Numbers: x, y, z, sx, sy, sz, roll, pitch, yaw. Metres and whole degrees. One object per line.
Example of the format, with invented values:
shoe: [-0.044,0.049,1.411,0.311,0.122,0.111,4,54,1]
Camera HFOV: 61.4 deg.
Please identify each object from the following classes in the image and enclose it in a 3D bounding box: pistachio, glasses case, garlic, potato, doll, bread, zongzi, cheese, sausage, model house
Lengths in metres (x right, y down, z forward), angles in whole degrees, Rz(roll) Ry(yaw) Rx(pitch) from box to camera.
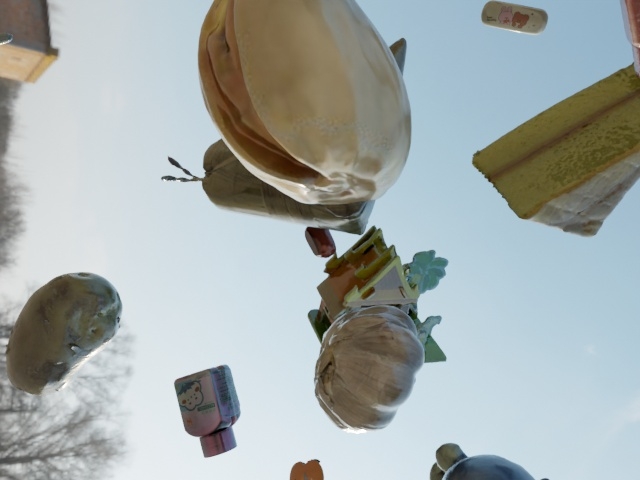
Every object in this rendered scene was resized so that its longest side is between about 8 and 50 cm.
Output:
pistachio: [-0.013,-0.178,0.635,0.230,0.230,0.309,-23,-81,53]
glasses case: [0.250,-0.288,0.695,0.021,0.083,0.032,-58,161,-58]
garlic: [0.070,0.212,0.907,0.228,0.152,0.228,-60,-171,15]
potato: [-0.484,0.169,1.003,0.262,0.165,0.165,-46,-137,5]
doll: [0.216,0.351,0.647,0.154,0.258,0.228,-35,-112,13]
bread: [0.535,-0.218,1.092,0.362,0.244,0.233,-58,-146,28]
zongzi: [-0.070,-0.268,1.270,0.499,0.218,0.467,9,-108,20]
cheese: [-0.008,0.204,0.353,0.047,0.017,0.111,-27,-123,41]
sausage: [0.000,0.000,1.280,0.094,0.054,0.059,62,-25,21]
model house: [0.186,0.137,1.345,0.242,0.357,0.313,-118,-143,-50]

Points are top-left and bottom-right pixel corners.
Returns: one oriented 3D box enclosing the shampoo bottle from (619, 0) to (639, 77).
shampoo bottle: [0.345,-0.290,0.563,0.064,0.260,0.102,1,-129,41]

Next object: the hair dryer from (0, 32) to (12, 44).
hair dryer: [-0.431,-0.190,0.601,0.044,0.183,0.155,-173,-102,-82]

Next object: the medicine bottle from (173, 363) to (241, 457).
medicine bottle: [-0.253,0.394,1.244,0.119,0.094,0.188,-21,-101,21]
